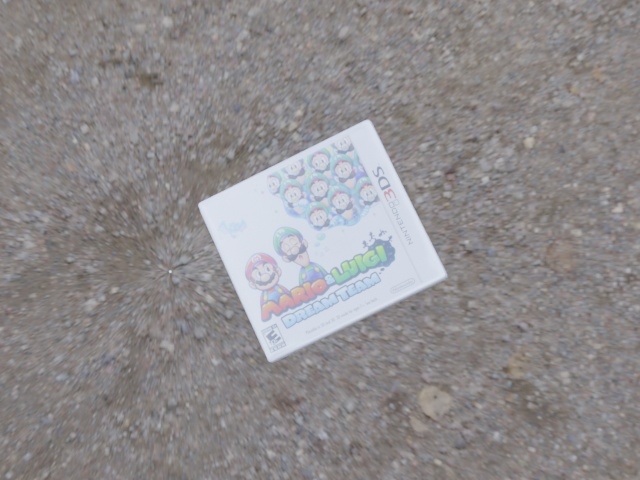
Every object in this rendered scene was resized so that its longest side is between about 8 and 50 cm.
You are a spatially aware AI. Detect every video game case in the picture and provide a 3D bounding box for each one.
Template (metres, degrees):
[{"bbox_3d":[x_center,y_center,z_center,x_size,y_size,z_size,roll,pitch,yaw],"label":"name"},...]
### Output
[{"bbox_3d":[0.000,0.000,0.808,0.157,0.019,0.143,-26,80,4],"label":"video game case"}]
